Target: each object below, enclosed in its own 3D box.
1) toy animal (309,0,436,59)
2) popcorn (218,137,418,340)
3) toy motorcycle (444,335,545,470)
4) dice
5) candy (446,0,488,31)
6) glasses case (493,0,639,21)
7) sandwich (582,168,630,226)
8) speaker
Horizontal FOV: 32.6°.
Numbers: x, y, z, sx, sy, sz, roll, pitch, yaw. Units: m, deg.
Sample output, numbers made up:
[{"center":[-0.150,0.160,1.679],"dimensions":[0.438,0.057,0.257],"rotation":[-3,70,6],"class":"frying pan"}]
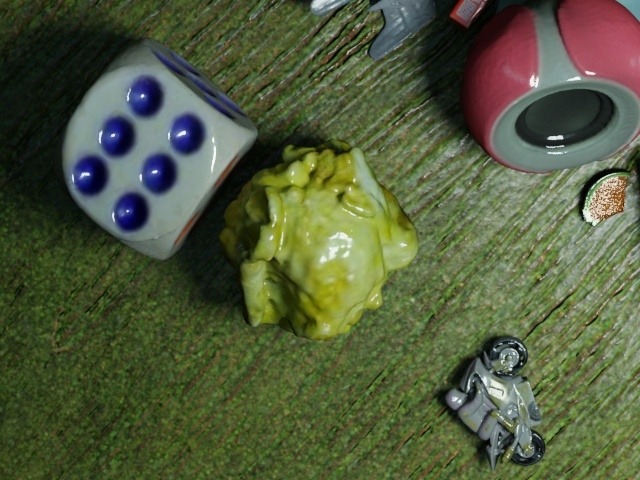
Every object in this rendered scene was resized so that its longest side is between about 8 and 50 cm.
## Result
[{"center":[0.112,-0.413,1.735],"dimensions":[0.255,0.176,0.239],"rotation":[-9,116,22],"class":"toy animal"},{"center":[-0.018,0.002,1.730],"dimensions":[0.312,0.312,0.312],"rotation":[1,98,4],"class":"popcorn"},{"center":[0.287,0.277,1.832],"dimensions":[0.152,0.073,0.225],"rotation":[-11,95,7],"class":"toy motorcycle"},{"center":[-0.257,-0.144,1.727],"dimensions":[0.243,0.251,0.259],"rotation":[39,99,0],"class":"dice"},{"center":[0.232,-0.365,1.723],"dimensions":[0.038,0.122,0.062],"rotation":[34,99,-1],"class":"candy"},{"center":[0.417,-0.379,1.750],"dimensions":[0.266,0.056,0.105],"rotation":[12,123,3],"class":"glasses case"},{"center":[0.465,-0.070,1.795],"dimensions":[0.069,0.026,0.101],"rotation":[6,101,-1],"class":"sandwich"},{"center":[0.350,-0.235,1.656],"dimensions":[0.294,0.294,0.294],"rotation":[1,98,4],"class":"speaker"}]
